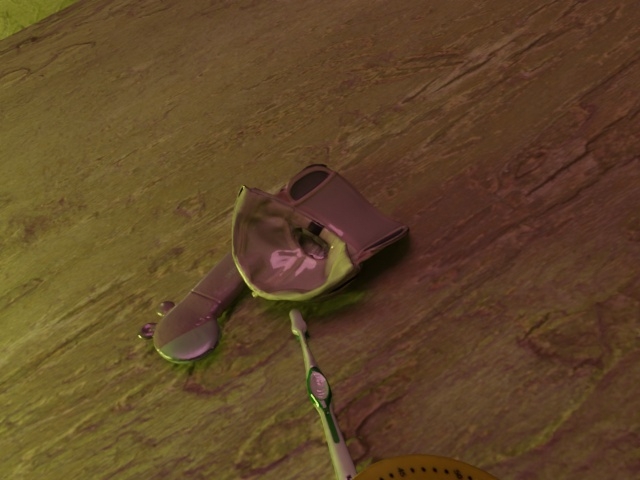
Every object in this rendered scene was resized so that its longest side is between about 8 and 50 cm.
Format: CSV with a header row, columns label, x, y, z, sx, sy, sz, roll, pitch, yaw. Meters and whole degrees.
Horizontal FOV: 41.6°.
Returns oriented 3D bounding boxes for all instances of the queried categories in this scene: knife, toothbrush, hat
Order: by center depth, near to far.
label,x,y,z,sx,sy,sz,roll,pitch,yaw
toothbrush,0.000,0.194,1.065,0.030,0.030,0.304,-20,40,-1
hat,0.000,0.000,1.244,0.219,0.164,0.226,40,26,27
knife,-0.115,0.037,1.284,0.132,0.038,0.398,19,52,29

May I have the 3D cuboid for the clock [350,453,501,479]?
label,x,y,z,sx,sy,sz,roll,pitch,yaw
clock,0.124,0.308,0.735,0.294,0.071,0.277,-8,49,-39
